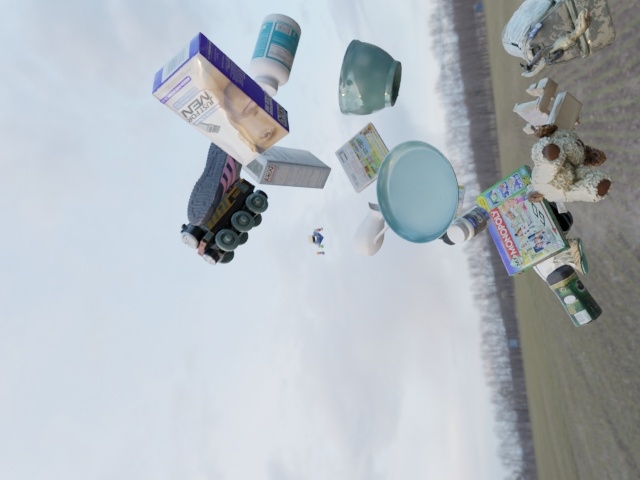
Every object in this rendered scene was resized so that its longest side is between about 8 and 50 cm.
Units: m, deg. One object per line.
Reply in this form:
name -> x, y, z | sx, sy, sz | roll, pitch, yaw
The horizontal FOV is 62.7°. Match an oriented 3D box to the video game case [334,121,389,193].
video game case -> 0.182, -0.343, 2.178 | 0.026, 0.206, 0.227 | 15, -137, -53

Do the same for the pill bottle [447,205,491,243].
pill bottle -> 0.459, -0.047, 1.626 | 0.137, 0.078, 0.078 | -30, -62, -32

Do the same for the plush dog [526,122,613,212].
plush dog -> 0.729, -0.235, 1.588 | 0.225, 0.262, 0.210 | -61, 5, -24

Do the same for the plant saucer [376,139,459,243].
plant saucer -> 0.301, -0.149, 1.620 | 0.043, 0.317, 0.318 | -14, -80, -39

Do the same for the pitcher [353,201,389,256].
pitcher -> 0.220, -0.035, 2.163 | 0.178, 0.125, 0.207 | -129, 55, -64

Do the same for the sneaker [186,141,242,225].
sneaker -> -0.306, -0.179, 1.639 | 0.131, 0.112, 0.319 | 36, -109, -55

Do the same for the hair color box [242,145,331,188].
hair color box -> -0.153, -0.325, 2.302 | 0.374, 0.185, 0.114 | 0, -57, -44

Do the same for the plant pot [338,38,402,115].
plant pot -> 0.207, -0.624, 2.059 | 0.293, 0.196, 0.293 | 13, -90, -74

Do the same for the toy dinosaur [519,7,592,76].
toy dinosaur -> 0.597, -0.484, 1.377 | 0.118, 0.268, 0.064 | -37, -93, -26

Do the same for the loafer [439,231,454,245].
loafer -> 0.448, -0.034, 1.920 | 0.061, 0.170, 0.062 | -15, -53, -29

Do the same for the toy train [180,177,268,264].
toy train -> -0.312, -0.072, 1.735 | 0.334, 0.190, 0.142 | -56, -1, -33

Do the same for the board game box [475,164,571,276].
board game box -> 0.679, -0.066, 1.789 | 0.046, 0.213, 0.318 | 8, -124, -41

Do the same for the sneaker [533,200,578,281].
sneaker -> 0.944, 0.018, 2.134 | 0.448, 0.169, 0.257 | 62, -175, -3

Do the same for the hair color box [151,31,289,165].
hair color box -> -0.262, -0.371, 1.432 | 0.338, 0.185, 0.110 | 35, -145, -41

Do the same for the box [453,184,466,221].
box -> 0.605, -0.179, 2.439 | 0.203, 0.114, 0.103 | -55, -28, -56

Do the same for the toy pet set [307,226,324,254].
toy pet set -> 0.000, 0.000, 2.408 | 0.065, 0.114, 0.122 | -12, -83, -34

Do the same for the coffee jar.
coffee jar -> 0.783, 0.167, 1.630 | 0.096, 0.079, 0.184 | -21, -104, -43

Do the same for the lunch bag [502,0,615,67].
lunch bag -> 0.717, -0.653, 1.627 | 0.213, 0.256, 0.305 | 57, -163, -20

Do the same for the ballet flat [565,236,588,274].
ballet flat -> 1.020, 0.061, 2.099 | 0.206, 0.067, 0.073 | 58, -133, -35

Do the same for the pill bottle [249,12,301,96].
pill bottle -> -0.164, -0.643, 1.842 | 0.146, 0.146, 0.264 | 40, -118, -64

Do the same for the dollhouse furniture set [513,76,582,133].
dollhouse furniture set -> 0.931, -0.524, 2.307 | 0.303, 0.355, 0.174 | 29, -99, -21
